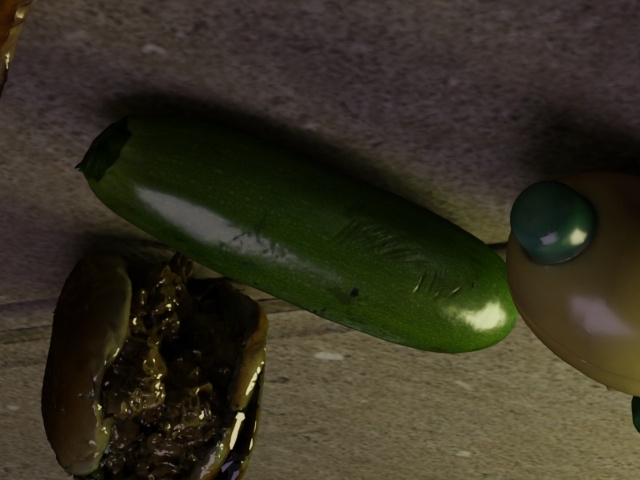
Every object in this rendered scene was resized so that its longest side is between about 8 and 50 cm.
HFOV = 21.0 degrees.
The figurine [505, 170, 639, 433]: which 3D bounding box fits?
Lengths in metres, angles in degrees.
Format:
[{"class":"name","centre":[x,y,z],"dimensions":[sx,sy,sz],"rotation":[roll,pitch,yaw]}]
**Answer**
[{"class":"figurine","centre":[0.262,0.008,0.918],"dimensions":[0.324,0.124,0.222],"rotation":[-2,148,7]}]

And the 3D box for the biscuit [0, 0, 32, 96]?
[{"class":"biscuit","centre":[-0.145,-0.140,0.740],"dimensions":[0.054,0.094,0.378],"rotation":[9,153,-18]}]

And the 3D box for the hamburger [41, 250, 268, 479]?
[{"class":"hamburger","centre":[-0.117,0.097,1.090],"dimensions":[0.131,0.185,0.159],"rotation":[13,166,-21]}]

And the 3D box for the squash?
[{"class":"squash","centre":[0.002,0.000,0.982],"dimensions":[0.292,0.082,0.082],"rotation":[23,147,-28]}]
